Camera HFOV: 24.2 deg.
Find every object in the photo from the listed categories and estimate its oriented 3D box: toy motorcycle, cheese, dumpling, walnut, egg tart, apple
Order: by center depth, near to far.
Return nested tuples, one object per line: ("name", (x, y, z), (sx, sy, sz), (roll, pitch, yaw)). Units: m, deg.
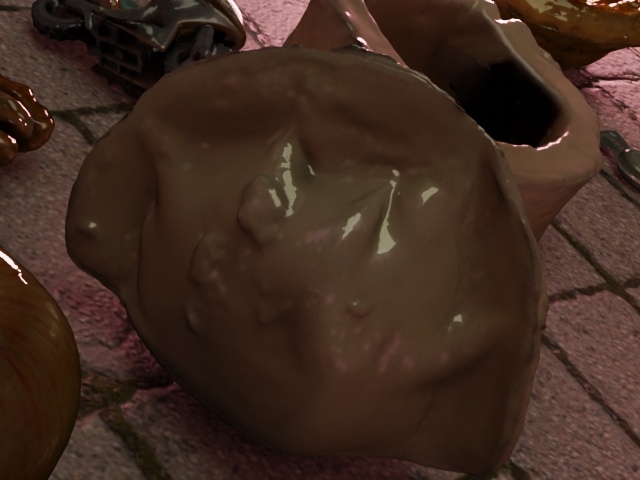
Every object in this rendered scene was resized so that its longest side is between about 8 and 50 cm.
("apple", (-0.279, 0.097, 0.906), (0.261, 0.194, 0.261), (17, 33, -12))
("dumpling", (0.000, 0.000, 1.136), (0.395, 0.315, 0.233), (26, 23, 14))
("walnut", (-0.319, -0.116, 1.284), (0.170, 0.069, 0.143), (36, 32, 9))
("toy motorcycle", (-0.169, -0.211, 1.484), (0.229, 0.094, 0.130), (23, 52, 19))
("cheese", (0.114, -0.133, 1.527), (0.292, 0.153, 0.332), (-15, 61, -47))
("cheese", (0.377, -0.096, 1.809), (0.067, 0.026, 0.120), (-4, 44, -41))
("egg tart", (0.297, -0.326, 1.970), (0.341, 0.132, 0.341), (19, 35, -14))

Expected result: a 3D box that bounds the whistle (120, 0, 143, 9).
("whistle", (-0.145, -0.193, 1.547), (0.186, 0.039, 0.039), (36, 33, 12))
